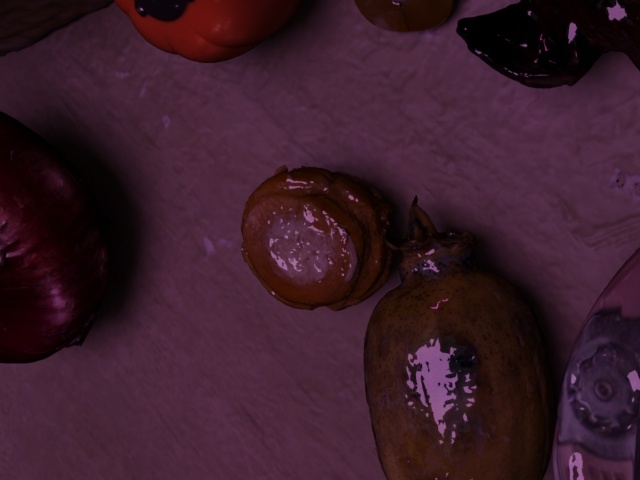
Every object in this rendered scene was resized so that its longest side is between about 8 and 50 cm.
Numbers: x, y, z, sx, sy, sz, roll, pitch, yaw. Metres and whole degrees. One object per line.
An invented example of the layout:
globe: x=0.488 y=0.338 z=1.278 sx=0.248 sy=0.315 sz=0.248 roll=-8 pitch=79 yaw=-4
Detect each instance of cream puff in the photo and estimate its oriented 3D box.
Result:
cream puff: x=0.003 y=-0.003 z=0.910 sx=0.143 sy=0.103 sz=0.126 roll=28 pitch=116 yaw=25

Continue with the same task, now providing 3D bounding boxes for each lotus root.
lotus root: x=0.110 y=0.097 z=0.832 sx=0.154 sy=0.154 sz=0.278 roll=-7 pitch=90 yaw=32

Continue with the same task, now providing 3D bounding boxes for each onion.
onion: x=-0.353 y=-0.012 z=1.072 sx=0.313 sy=0.232 sz=0.314 roll=17 pitch=131 yaw=21

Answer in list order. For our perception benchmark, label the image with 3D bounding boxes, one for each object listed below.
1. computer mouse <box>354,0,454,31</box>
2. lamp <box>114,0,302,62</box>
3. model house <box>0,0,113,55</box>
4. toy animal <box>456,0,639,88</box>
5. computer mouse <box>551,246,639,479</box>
computer mouse: x=0.066 y=-0.275 z=0.850 sx=0.102 sy=0.045 sz=0.199 roll=6 pitch=108 yaw=30
lamp: x=-0.096 y=-0.258 z=0.901 sx=0.187 sy=0.164 sz=0.188 roll=21 pitch=132 yaw=25
model house: x=-0.445 y=-0.406 z=0.955 sx=0.395 sy=0.400 sz=0.446 roll=-11 pitch=91 yaw=35
toy animal: x=0.216 y=-0.190 z=0.771 sx=0.218 sy=0.116 sz=0.179 roll=-44 pitch=102 yaw=1
computer mouse: x=0.247 y=0.171 z=0.750 sx=0.115 sy=0.199 sz=0.389 roll=11 pitch=104 yaw=51
